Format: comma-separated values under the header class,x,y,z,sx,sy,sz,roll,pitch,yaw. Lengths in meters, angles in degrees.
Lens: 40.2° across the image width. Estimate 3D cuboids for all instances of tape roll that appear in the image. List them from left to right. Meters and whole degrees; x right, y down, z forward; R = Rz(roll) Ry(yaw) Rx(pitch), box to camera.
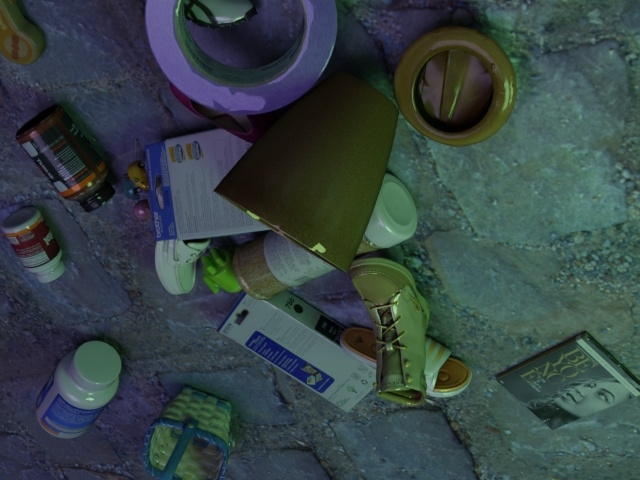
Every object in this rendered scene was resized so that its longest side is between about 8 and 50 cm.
class,x,y,z,sx,sy,sz,roll,pitch,yaw
tape roll,-0.114,-0.328,1.283,0.274,0.090,0.275,-1,118,-1

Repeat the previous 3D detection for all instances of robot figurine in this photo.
class,x,y,z,sx,sy,sz,roll,pitch,yaw
robot figurine,-0.182,0.060,1.710,0.101,0.067,0.115,-43,136,5

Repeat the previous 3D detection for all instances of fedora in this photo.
class,x,y,z,sx,sy,sz,roll,pitch,yaw
fedora,0.203,-0.236,1.296,0.194,0.079,0.194,12,129,15

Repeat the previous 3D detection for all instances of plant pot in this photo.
class,x,y,z,sx,sy,sz,roll,pitch,yaw
plant pot,0.005,-0.117,1.323,0.237,0.237,0.254,32,89,1

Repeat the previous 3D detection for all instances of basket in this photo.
class,x,y,z,sx,sy,sz,roll,pitch,yaw
basket,-0.311,0.499,1.994,0.201,0.289,0.255,22,134,5

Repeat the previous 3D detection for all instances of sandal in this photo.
class,x,y,z,sx,sy,sz,roll,pitch,yaw
sandal,0.163,0.217,1.679,0.265,0.102,0.076,19,136,11

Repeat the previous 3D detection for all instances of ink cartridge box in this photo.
class,x,y,z,sx,sy,sz,roll,pitch,yaw
ink cartridge box,-0.162,-0.102,1.528,0.311,0.065,0.186,-7,92,26
ink cartridge box,-0.036,0.211,1.788,0.332,0.065,0.165,33,133,-7

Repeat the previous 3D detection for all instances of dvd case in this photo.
class,x,y,z,sx,sy,sz,roll,pitch,yaw
dvd case,0.466,0.269,1.646,0.164,0.018,0.221,41,132,-12

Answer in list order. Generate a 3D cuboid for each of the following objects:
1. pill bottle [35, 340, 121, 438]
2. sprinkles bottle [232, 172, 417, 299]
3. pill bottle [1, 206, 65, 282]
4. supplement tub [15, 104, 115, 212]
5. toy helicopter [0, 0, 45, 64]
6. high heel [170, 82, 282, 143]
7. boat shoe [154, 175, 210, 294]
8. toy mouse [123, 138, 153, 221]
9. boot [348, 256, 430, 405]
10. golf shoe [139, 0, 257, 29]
class,x,y,z,sx,sy,sz,roll,pitch,yaw
pill bottle,-0.569,0.350,2.080,0.152,0.152,0.272,35,133,-7
sprinkles bottle,0.000,0.000,1.554,0.355,0.121,0.121,-25,114,37
pill bottle,-0.604,0.011,1.856,0.086,0.086,0.152,-1,127,25
supplement tub,-0.474,-0.149,1.651,0.106,0.106,0.198,-17,119,34
toy helicopter,-0.550,-0.446,1.448,0.234,0.140,0.355,-6,136,17
high heel,-0.170,-0.218,1.420,0.244,0.117,0.082,32,108,20
boat shoe,-0.260,0.001,1.687,0.096,0.098,0.277,12,130,15
toy mouse,-0.348,-0.084,1.650,0.031,0.161,0.143,-10,154,-23
boot,0.121,0.162,1.531,0.095,0.204,0.262,-9,147,24
golf shoe,-0.192,-0.388,1.346,0.198,0.077,0.094,16,132,10
